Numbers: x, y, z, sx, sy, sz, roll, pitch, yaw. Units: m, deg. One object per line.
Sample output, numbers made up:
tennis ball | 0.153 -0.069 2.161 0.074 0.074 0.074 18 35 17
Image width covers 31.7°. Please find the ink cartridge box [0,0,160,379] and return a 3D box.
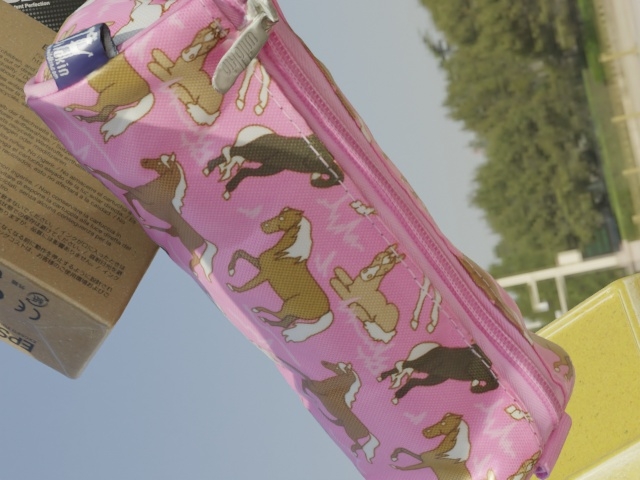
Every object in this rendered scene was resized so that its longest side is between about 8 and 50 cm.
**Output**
ink cartridge box | -0.211 -0.050 0.750 0.234 0.088 0.193 31 -133 -8

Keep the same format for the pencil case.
pencil case | 0.000 0.000 0.681 0.386 0.160 0.167 51 -175 -21

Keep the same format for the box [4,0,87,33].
box | -0.193 -0.147 0.989 0.060 0.270 0.216 -125 28 -56

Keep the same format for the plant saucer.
plant saucer | 0.274 0.193 1.214 0.081 0.332 0.333 42 -155 -25
